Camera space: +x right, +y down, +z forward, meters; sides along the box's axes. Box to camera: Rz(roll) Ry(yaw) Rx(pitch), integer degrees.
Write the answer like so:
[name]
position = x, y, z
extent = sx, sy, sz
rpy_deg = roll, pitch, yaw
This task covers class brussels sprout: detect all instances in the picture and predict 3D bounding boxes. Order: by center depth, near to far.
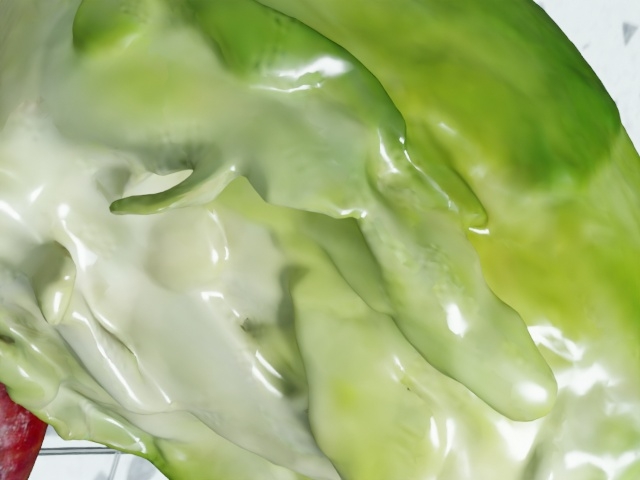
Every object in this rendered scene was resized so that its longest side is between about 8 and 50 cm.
[brussels sprout]
position = 0.000, 0.000, 0.661
extent = 0.371, 0.315, 0.276
rpy_deg = 27, 127, -24

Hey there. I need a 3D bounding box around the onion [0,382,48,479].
[onion]
position = -0.187, 0.099, 0.695
extent = 0.151, 0.098, 0.206
rpy_deg = 3, 107, -42
